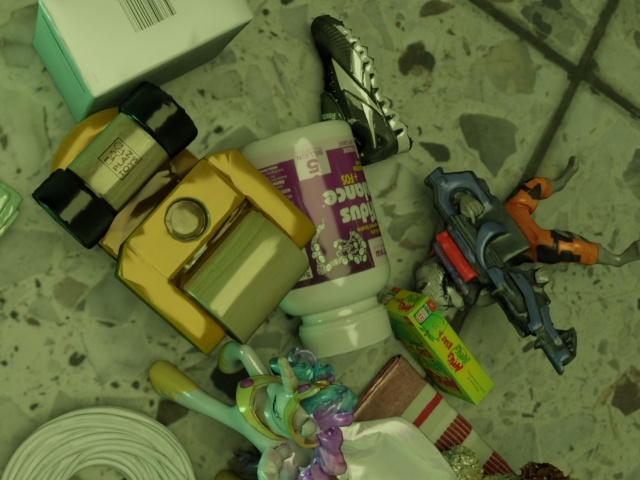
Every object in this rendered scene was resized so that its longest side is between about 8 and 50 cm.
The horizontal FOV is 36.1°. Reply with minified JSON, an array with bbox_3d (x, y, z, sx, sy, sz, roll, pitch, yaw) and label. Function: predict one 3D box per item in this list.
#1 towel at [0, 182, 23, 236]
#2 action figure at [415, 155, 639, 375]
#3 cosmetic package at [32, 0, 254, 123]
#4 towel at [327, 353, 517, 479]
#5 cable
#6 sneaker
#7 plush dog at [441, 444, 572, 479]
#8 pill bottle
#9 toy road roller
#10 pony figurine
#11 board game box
[{"bbox_3d":[-0.547,0.001,1.167,0.247,0.038,0.325,33,57,-5],"label":"towel"},{"bbox_3d":[0.293,0.045,1.432,0.330,0.178,0.341,-18,67,-13],"label":"action figure"},{"bbox_3d":[-0.233,-0.268,1.253,0.224,0.224,0.138,-30,98,-16],"label":"cosmetic package"},{"bbox_3d":[0.148,0.362,1.437,0.329,0.037,0.237,46,73,-12],"label":"towel"},{"bbox_3d":[-0.287,0.341,1.273,0.257,0.089,0.257,-28,94,-16],"label":"cable"},{"bbox_3d":[0.036,-0.209,1.411,0.106,0.078,0.234,-33,99,-19],"label":"sneaker"},{"bbox_3d":[0.287,0.412,1.345,0.210,0.225,0.263,-3,87,-21],"label":"plush dog"},{"bbox_3d":[0.000,0.000,1.340,0.169,0.169,0.302,-17,92,-18],"label":"pill bottle"},{"bbox_3d":[-0.188,-0.025,1.240,0.329,0.240,0.202,43,78,-7],"label":"toy road roller"},{"bbox_3d":[-0.036,0.277,1.205,0.302,0.363,0.351,-34,106,-27],"label":"pony figurine"},{"bbox_3d":[0.163,0.150,1.402,0.043,0.092,0.181,-45,113,-16],"label":"board game box"}]
